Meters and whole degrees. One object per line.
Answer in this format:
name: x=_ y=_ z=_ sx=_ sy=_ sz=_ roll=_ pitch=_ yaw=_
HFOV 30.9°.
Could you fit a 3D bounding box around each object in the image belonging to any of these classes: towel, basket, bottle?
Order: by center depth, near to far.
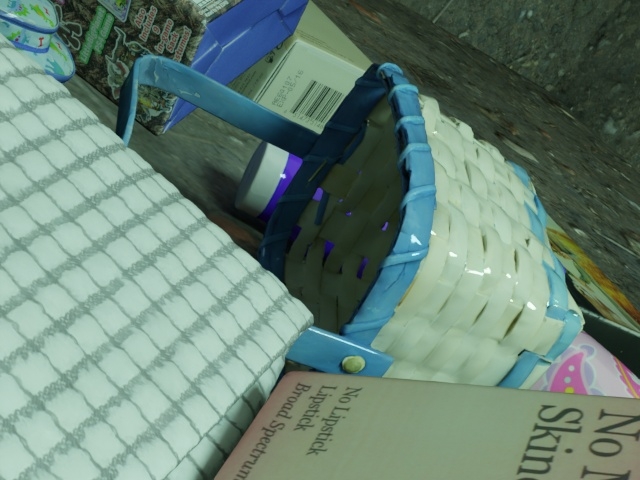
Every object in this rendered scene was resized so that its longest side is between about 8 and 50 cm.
towel: x=-0.152 y=0.042 z=0.445 sx=0.235 sy=0.121 sz=0.283 roll=44 pitch=29 yaw=-1
basket: x=0.000 y=0.000 z=0.717 sx=0.289 sy=0.201 sz=0.254 roll=28 pitch=29 yaw=-17
bottle: x=0.066 y=-0.001 z=0.996 sx=0.283 sy=0.092 sz=0.118 roll=24 pitch=-7 yaw=-13

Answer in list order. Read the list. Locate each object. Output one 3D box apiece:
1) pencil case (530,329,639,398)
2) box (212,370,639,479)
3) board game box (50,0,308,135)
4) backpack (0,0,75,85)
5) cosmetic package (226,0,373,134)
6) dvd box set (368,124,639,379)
pencil case: x=0.195 y=0.153 z=0.829 sx=0.284 sy=0.124 sz=0.124 roll=47 pitch=21 yaw=29
box: x=0.076 y=0.141 z=0.394 sx=0.233 sy=0.126 sz=0.148 roll=1 pitch=29 yaw=23
board game box: x=-0.172 y=-0.277 z=1.062 sx=0.291 sy=0.141 sz=0.232 roll=38 pitch=46 yaw=6
backpack: x=-0.237 y=-0.146 z=0.849 sx=0.114 sy=0.084 sz=0.105 roll=29 pitch=21 yaw=-30
cosmetic package: x=-0.068 y=-0.236 z=1.338 sx=0.160 sy=0.113 sz=0.309 roll=18 pitch=26 yaw=-43
dvd box set: x=0.189 y=-0.020 z=1.344 sx=0.308 sy=0.062 sz=0.420 roll=23 pitch=22 yaw=-37
